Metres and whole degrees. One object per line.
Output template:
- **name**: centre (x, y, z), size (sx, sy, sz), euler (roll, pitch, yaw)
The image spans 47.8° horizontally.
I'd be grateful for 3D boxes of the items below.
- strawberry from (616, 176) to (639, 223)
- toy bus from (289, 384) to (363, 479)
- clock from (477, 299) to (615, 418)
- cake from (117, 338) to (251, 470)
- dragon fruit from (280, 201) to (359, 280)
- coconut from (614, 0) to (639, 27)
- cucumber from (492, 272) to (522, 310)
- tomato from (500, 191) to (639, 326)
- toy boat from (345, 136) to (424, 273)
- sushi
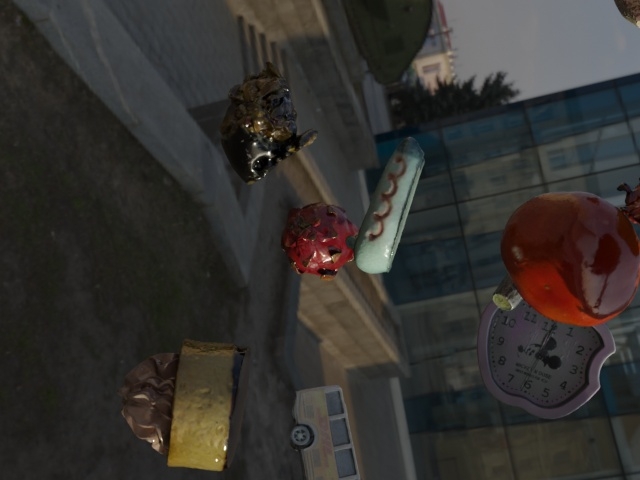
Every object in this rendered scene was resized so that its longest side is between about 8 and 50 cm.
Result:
- **strawberry**: centre (0.667, -0.034, 1.286), size (0.178, 0.233, 0.234), euler (61, 16, -22)
- **toy bus**: centre (0.014, 0.478, 1.493), size (0.097, 0.138, 0.343), euler (100, -21, -65)
- **clock**: centre (0.562, 0.275, 1.844), size (0.102, 0.338, 0.339), euler (12, 67, -74)
- **cake**: centre (-0.204, 0.236, 1.065), size (0.207, 0.178, 0.185), euler (-36, 134, -84)
- **dragon fruit**: centre (0.000, 0.000, 1.226), size (0.136, 0.133, 0.166), euler (58, 31, 7)
- **coconut**: centre (0.696, -0.515, 1.421), size (0.230, 0.227, 0.227), euler (-80, 156, -62)
- **cucumber**: centre (0.418, 0.096, 1.554), size (0.064, 0.112, 0.064), euler (40, -10, 9)
- **tomato**: centre (0.445, 0.037, 1.309), size (0.180, 0.259, 0.260), euler (-35, 118, -40)
- **toy boat**: centre (0.096, -0.053, 1.081), size (0.134, 0.078, 0.208), euler (-5, 113, -83)
- **sushi**: centre (-0.129, -0.263, 1.607), size (0.204, 0.200, 0.213), euler (55, 32, -16)
